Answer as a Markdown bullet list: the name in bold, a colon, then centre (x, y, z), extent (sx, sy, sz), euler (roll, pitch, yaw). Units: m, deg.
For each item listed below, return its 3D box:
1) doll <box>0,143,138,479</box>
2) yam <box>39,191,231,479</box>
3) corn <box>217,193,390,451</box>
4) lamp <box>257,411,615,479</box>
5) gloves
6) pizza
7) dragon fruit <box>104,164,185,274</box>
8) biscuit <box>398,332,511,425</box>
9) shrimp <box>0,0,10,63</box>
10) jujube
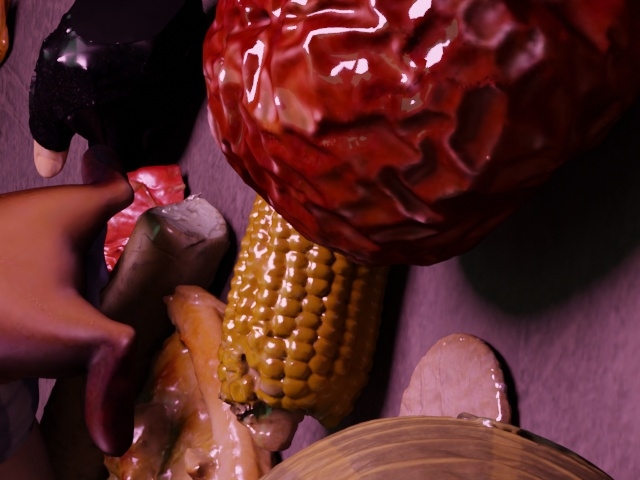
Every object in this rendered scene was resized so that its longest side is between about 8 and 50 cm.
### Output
- **doll**: centre (-0.238, 0.111, 1.328), extent (0.318, 0.209, 0.340), euler (-59, 3, -40)
- **yam**: centre (-0.167, 0.115, 1.455), extent (0.371, 0.083, 0.083), euler (-61, 32, 33)
- **corn**: centre (0.000, 0.000, 1.146), extent (0.097, 0.097, 0.261), euler (10, 86, 63)
- **lamp**: centre (0.052, 0.185, 0.782), extent (0.284, 0.250, 0.250), euler (83, -174, -71)
- **gloves**: centre (-0.158, -0.119, 1.480), extent (0.124, 0.164, 0.203), euler (45, 158, 25)
- **pizza**: centre (-0.104, 0.198, 1.300), extent (0.223, 0.089, 0.323), euler (-48, 41, 42)
- **dragon fruit**: centre (-0.167, 0.013, 1.487), extent (0.162, 0.083, 0.106), euler (-38, 51, 50)
- **biscuit**: centre (0.073, 0.110, 1.050), extent (0.120, 0.015, 0.120), euler (-30, 56, 58)
- **shrimp**: centre (-0.332, -0.307, 1.936), extent (0.117, 0.066, 0.262), euler (33, 126, 46)
- **jujube**: centre (0.045, -0.094, 0.980), extent (0.232, 0.213, 0.213), euler (-40, 47, 54)
